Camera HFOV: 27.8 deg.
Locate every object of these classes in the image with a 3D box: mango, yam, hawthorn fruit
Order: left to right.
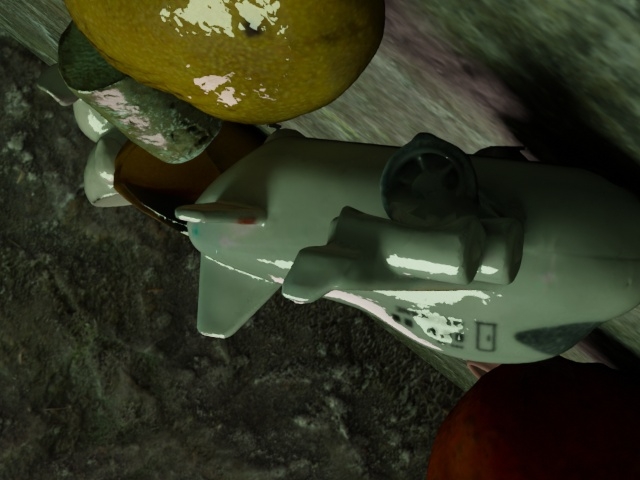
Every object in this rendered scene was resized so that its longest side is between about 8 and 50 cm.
[{"bbox_3d":[-0.168,-0.149,1.271,0.107,0.107,0.194,35,175,30],"label":"yam"},{"bbox_3d":[-0.054,-0.121,0.634,0.157,0.109,0.262,41,174,-16],"label":"mango"},{"bbox_3d":[-0.107,-0.067,1.480,0.236,0.136,0.166,32,-172,13],"label":"mango"},{"bbox_3d":[0.217,0.258,1.104,0.265,0.307,0.265,8,152,4],"label":"hawthorn fruit"}]

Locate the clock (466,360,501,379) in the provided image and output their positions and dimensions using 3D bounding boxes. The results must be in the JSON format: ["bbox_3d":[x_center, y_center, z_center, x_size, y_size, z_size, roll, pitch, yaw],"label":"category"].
[{"bbox_3d":[0.275,0.189,1.518,0.244,0.056,0.244,38,173,5],"label":"clock"}]

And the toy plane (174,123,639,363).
[{"bbox_3d":[0.046,0.001,0.662,0.252,0.118,0.252,2,-176,0],"label":"toy plane"}]

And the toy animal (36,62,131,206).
[{"bbox_3d":[-0.249,-0.137,1.583,0.178,0.128,0.193,-28,-75,-78],"label":"toy animal"}]
